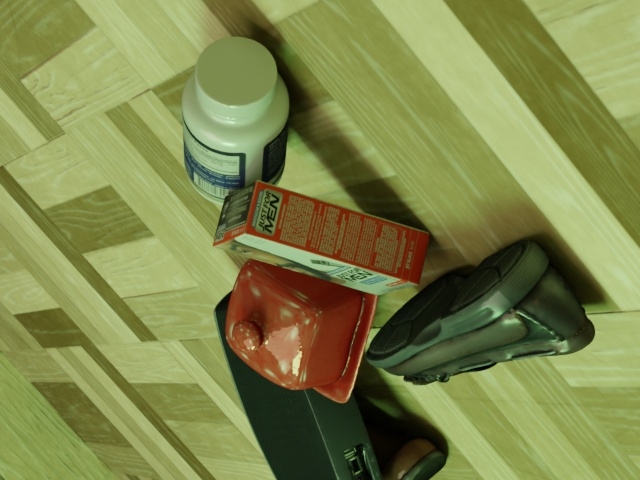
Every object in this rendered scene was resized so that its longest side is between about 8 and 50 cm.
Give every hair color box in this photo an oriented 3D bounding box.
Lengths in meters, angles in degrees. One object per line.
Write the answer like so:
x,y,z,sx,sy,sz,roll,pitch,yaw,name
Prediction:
0.000,0.000,1.460,0.167,0.053,0.093,18,167,-18,hair color box

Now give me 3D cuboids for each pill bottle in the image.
-0.075,-0.106,1.454,0.094,0.094,0.169,40,159,14,pill bottle

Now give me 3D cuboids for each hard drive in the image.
-0.030,0.171,1.822,0.172,0.054,0.255,-11,101,57,hard drive

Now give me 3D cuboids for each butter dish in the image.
-0.040,0.081,1.655,0.160,0.118,0.160,33,124,27,butter dish

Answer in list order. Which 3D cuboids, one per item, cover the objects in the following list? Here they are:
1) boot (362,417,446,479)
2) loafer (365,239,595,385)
0.011,0.182,1.906,0.280,0.096,0.264,55,163,3,boot
0.130,0.084,1.418,0.095,0.109,0.302,43,157,-6,loafer
